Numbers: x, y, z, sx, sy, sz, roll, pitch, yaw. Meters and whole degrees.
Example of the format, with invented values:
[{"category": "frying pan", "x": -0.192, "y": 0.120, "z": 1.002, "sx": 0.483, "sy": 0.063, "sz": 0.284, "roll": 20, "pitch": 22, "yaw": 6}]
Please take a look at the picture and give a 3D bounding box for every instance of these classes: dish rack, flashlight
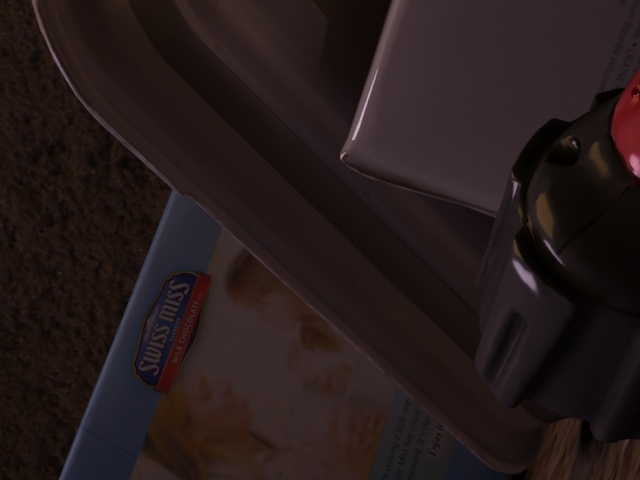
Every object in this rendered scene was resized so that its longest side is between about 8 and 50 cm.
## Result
[{"category": "dish rack", "x": 0.032, "y": -0.091, "z": 0.737, "sx": 0.072, "sy": 0.333, "sz": 0.286, "roll": -23, "pitch": 41, "yaw": 29}, {"category": "flashlight", "x": 0.100, "y": -0.062, "z": 0.374, "sx": 0.304, "sy": 0.103, "sz": 0.103, "roll": 108, "pitch": 178, "yaw": -50}]

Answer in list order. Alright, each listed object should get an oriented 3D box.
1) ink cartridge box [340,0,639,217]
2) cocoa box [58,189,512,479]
[{"category": "ink cartridge box", "x": 0.132, "y": -0.193, "z": 0.583, "sx": 0.272, "sy": 0.130, "sz": 0.309, "roll": -66, "pitch": -5, "yaw": -54}, {"category": "cocoa box", "x": 0.001, "y": 0.079, "z": 1.030, "sx": 0.228, "sy": 0.231, "sz": 0.347, "roll": 106, "pitch": -178, "yaw": -65}]
